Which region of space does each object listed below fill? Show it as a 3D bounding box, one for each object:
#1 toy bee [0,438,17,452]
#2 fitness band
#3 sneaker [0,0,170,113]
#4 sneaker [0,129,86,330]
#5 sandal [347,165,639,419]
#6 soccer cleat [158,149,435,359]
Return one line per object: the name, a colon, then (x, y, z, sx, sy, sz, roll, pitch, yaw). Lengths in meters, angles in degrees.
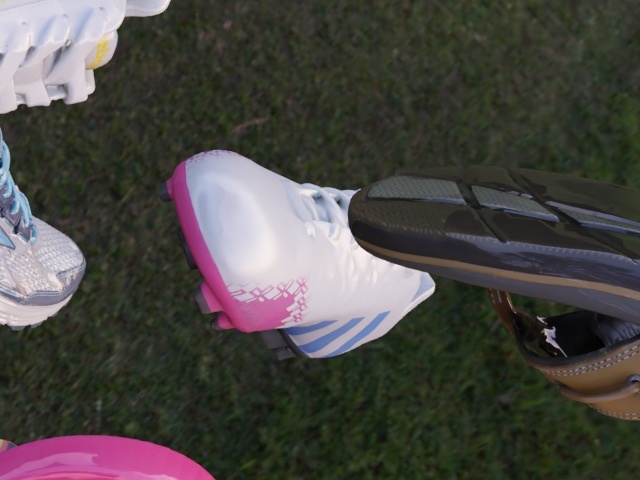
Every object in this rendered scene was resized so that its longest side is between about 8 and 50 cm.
toy bee: (-0.365, 0.386, 1.637, 0.162, 0.195, 0.298, -19, 84, 0)
fitness band: (-0.170, 0.230, 0.751, 0.209, 0.291, 0.054, 23, 23, -25)
sneaker: (-0.139, -0.094, 0.531, 0.092, 0.087, 0.229, 35, 47, 1)
sneaker: (-0.247, -0.027, 0.875, 0.110, 0.122, 0.283, 51, 12, 33)
sandal: (0.108, 0.026, 0.382, 0.219, 0.060, 0.090, 16, 19, 13)
soccer cleat: (0.000, 0.000, 0.822, 0.143, 0.331, 0.116, -21, 75, 6)
